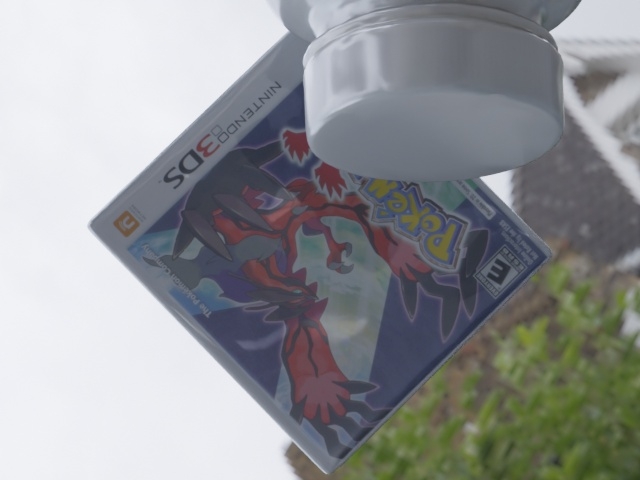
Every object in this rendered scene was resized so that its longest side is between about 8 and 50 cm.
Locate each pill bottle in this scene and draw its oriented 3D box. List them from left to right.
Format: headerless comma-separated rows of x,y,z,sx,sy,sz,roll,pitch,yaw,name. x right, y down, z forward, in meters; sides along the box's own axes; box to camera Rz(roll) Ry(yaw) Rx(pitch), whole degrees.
0.053,-0.200,0.980,0.176,0.176,0.318,30,-125,-58,pill bottle

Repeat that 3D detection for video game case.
0.000,0.000,1.072,0.183,0.201,0.023,-44,-1,-5,video game case
